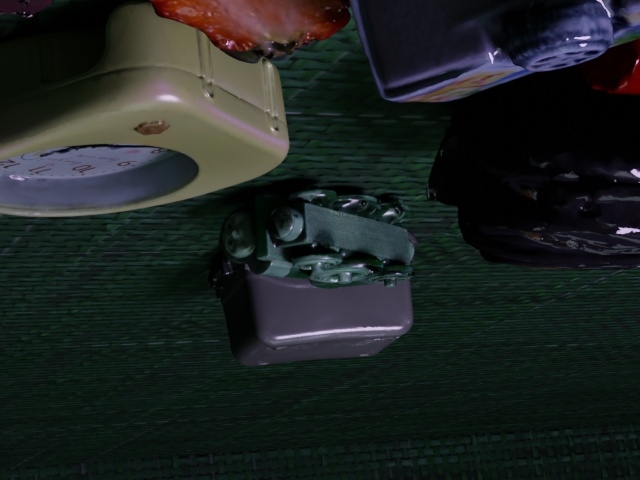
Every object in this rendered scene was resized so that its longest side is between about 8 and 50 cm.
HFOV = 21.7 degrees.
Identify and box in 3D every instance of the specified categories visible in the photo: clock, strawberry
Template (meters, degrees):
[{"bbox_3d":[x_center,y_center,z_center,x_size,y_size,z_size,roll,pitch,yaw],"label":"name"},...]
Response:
[{"bbox_3d":[-0.147,-0.063,0.948,0.232,0.069,0.170,-12,166,22],"label":"clock"},{"bbox_3d":[-0.036,-0.133,0.782,0.104,0.048,0.152,-5,154,16],"label":"strawberry"}]

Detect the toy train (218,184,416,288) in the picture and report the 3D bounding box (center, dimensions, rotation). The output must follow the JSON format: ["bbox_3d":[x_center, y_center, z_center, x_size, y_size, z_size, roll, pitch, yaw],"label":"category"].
[{"bbox_3d":[0.000,0.000,1.283,0.105,0.071,0.178,-8,168,33],"label":"toy train"}]

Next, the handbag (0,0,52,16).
[{"bbox_3d":[-0.148,-0.146,0.612,0.203,0.074,0.216,-18,164,37],"label":"handbag"}]

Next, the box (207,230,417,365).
[{"bbox_3d":[-0.003,0.052,1.430,0.172,0.092,0.124,-4,164,-17],"label":"box"}]

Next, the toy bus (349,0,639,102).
[{"bbox_3d":[0.178,-0.147,0.727,0.330,0.109,0.136,-15,174,26],"label":"toy bus"}]

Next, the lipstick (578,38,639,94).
[{"bbox_3d":[0.273,-0.114,0.973,0.280,0.073,0.073,-1,164,-30],"label":"lipstick"}]

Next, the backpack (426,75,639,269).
[{"bbox_3d":[0.167,-0.042,1.015,0.206,0.133,0.258,-5,-167,3],"label":"backpack"}]
